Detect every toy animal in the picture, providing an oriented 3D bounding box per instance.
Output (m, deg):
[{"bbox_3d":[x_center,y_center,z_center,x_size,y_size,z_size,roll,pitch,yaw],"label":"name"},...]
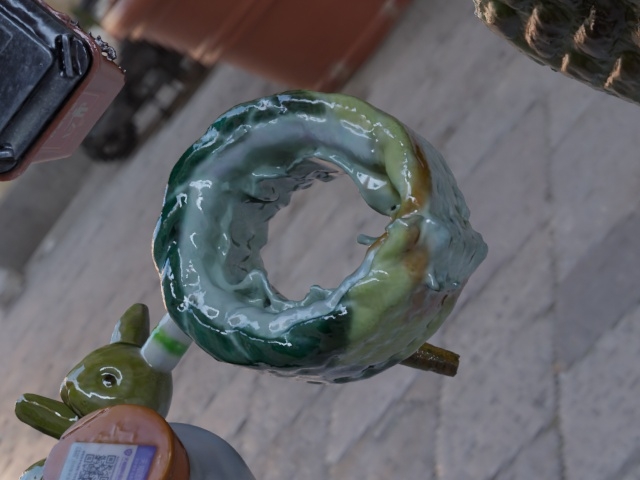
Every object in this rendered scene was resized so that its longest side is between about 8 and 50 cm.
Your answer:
[{"bbox_3d":[-0.258,0.208,1.917,0.181,0.180,0.363,20,101,50],"label":"toy animal"}]

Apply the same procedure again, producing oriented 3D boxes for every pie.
[{"bbox_3d":[0.242,-0.217,1.427,0.071,0.306,0.306,-56,16,-19],"label":"pie"}]

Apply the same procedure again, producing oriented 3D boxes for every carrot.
[{"bbox_3d":[0.084,0.122,1.883,0.042,0.170,0.042,-162,90,-83],"label":"carrot"}]

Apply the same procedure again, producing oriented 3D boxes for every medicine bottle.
[{"bbox_3d":[-0.100,0.238,1.188,0.157,0.289,0.157,-11,49,13],"label":"medicine bottle"}]

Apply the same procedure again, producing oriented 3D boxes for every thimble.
[{"bbox_3d":[0.000,0.000,1.464,0.288,0.167,0.254,-2,80,25],"label":"thimble"}]

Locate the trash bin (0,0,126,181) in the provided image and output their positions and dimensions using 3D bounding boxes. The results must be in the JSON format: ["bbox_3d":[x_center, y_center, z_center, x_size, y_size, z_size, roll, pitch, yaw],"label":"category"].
[{"bbox_3d":[-0.294,-0.163,1.529,0.161,0.184,0.238,-52,-4,5],"label":"trash bin"}]
